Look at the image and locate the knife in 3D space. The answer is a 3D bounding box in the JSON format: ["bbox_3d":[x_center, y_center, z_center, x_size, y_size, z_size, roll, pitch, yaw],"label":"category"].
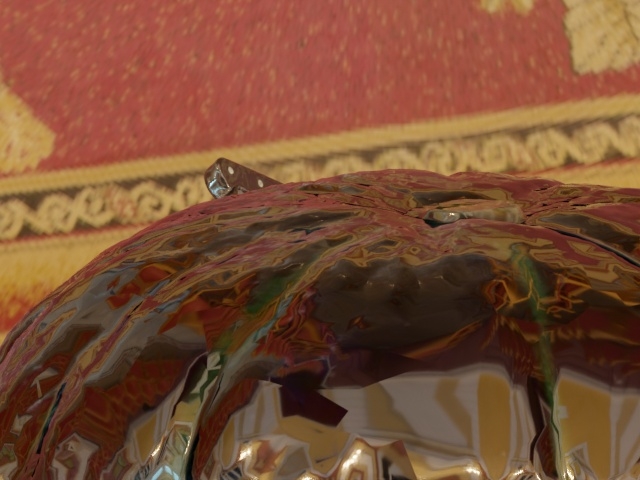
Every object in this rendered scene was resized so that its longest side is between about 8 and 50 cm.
[{"bbox_3d":[0.000,0.000,1.222,0.019,0.072,0.245,-26,150,31],"label":"knife"}]

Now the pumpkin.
[{"bbox_3d":[0.045,0.112,0.611,0.363,0.363,0.266,-2,105,3],"label":"pumpkin"}]
